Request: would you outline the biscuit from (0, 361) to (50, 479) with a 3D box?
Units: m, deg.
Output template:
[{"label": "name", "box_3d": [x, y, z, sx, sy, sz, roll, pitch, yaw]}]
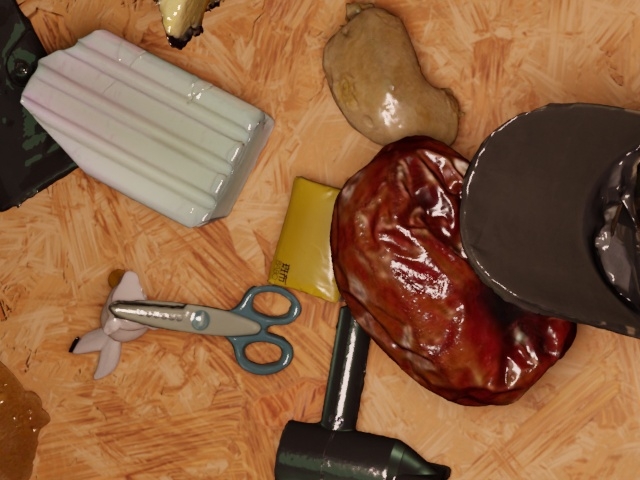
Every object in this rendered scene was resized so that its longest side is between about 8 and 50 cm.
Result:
[{"label": "biscuit", "box_3d": [-0.503, 0.286, 2.013, 0.035, 0.162, 0.250, 24, 127, 44]}]

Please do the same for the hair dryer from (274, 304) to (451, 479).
[{"label": "hair dryer", "box_3d": [0.078, 0.243, 1.884, 0.244, 0.116, 0.302, 8, 85, 12]}]

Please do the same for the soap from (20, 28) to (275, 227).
[{"label": "soap", "box_3d": [-0.271, -0.175, 1.947, 0.347, 0.115, 0.208, 27, 92, 8]}]

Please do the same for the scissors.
[{"label": "scissors", "box_3d": [-0.172, 0.120, 1.915, 0.289, 0.041, 0.138, 9, 93, -14]}]

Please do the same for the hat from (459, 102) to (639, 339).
[{"label": "hat", "box_3d": [0.369, -0.021, 1.691, 0.382, 0.257, 0.366, 12, 86, 4]}]

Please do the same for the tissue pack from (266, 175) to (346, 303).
[{"label": "tissue pack", "box_3d": [0.000, 0.000, 1.908, 0.120, 0.082, 0.169, 17, 94, 16]}]

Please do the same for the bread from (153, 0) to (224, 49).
[{"label": "bread", "box_3d": [-0.208, -0.511, 1.854, 0.242, 0.346, 0.404, 22, 103, 7]}]

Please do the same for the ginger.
[{"label": "ginger", "box_3d": [0.092, -0.228, 1.860, 0.138, 0.152, 0.267, -38, 85, 42]}]

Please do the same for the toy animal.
[{"label": "toy animal", "box_3d": [-0.322, 0.120, 1.987, 0.127, 0.181, 0.131, -33, 82, -29]}]

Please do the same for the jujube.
[{"label": "jujube", "box_3d": [0.174, 0.045, 1.764, 0.276, 0.276, 0.377, -43, 85, 11]}]

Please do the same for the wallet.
[{"label": "wallet", "box_3d": [-0.516, -0.244, 2.067, 0.197, 0.051, 0.377, -29, 84, 12]}]
